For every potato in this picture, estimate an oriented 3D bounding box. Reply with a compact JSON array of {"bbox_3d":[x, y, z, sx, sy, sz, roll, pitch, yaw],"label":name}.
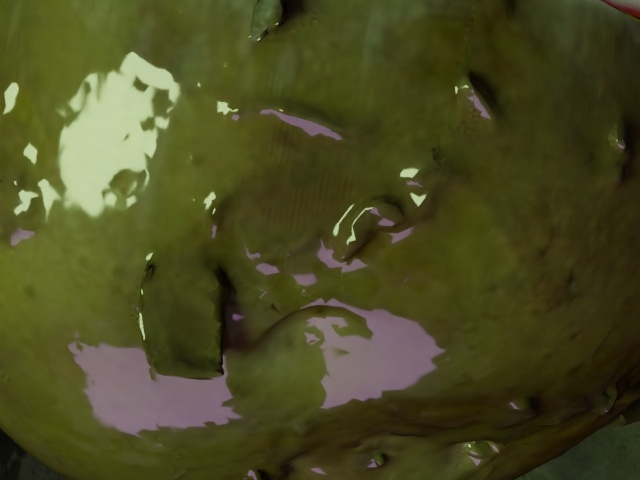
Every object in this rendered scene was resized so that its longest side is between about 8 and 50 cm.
[{"bbox_3d":[0.000,0.000,0.891,0.442,0.319,0.385,10,-174,-20],"label":"potato"}]

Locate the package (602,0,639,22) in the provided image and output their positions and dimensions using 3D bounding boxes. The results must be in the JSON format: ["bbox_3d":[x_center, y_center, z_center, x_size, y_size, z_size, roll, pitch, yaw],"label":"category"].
[{"bbox_3d":[0.221,-0.105,0.567,0.288,0.108,0.223,1,178,-42],"label":"package"}]
